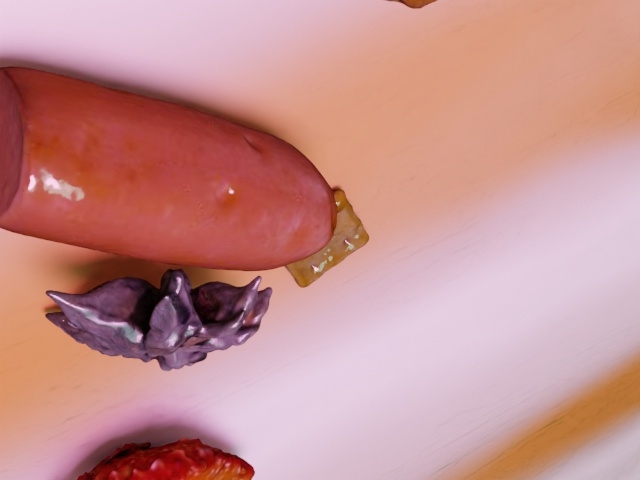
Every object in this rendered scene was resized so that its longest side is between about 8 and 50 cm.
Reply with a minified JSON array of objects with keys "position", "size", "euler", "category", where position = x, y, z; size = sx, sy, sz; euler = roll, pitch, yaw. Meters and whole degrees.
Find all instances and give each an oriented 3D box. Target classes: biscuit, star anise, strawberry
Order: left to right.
[{"position":[-0.168,0.255,0.789],"size":[0.190,0.111,0.236],"euler":[-63,158,11],"category":"strawberry"},{"position":[-0.123,0.064,0.616],"size":[0.180,0.061,0.204],"euler":[6,161,-25],"category":"star anise"},{"position":[0.000,0.000,0.728],"size":[0.083,0.018,0.081],"euler":[-35,140,-3],"category":"biscuit"}]

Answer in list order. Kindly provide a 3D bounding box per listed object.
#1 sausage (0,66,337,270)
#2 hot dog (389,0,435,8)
[{"position":[-0.097,-0.037,0.549],"size":[0.259,0.113,0.114],"euler":[12,119,-41],"category":"sausage"},{"position":[0.099,-0.266,0.481],"size":[0.272,0.122,0.196],"euler":[-41,138,10],"category":"hot dog"}]
